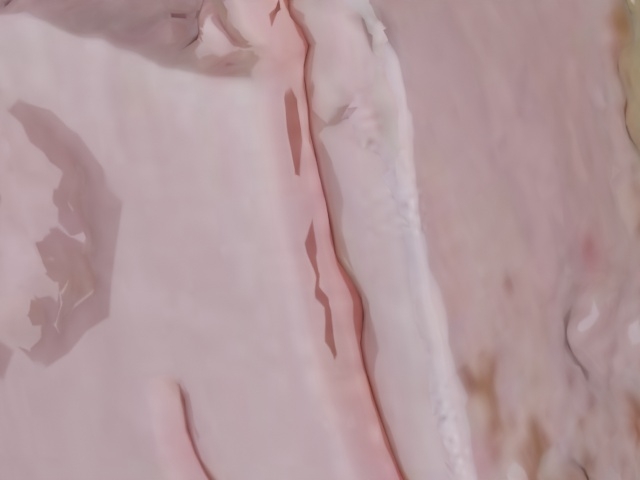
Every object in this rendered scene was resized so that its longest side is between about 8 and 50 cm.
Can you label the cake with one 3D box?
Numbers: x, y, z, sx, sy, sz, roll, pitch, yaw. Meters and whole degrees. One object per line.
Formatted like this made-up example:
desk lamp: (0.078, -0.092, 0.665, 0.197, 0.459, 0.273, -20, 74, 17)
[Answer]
cake: (0.000, 0.000, 0.661, 0.314, 0.307, 0.293, -6, 103, 38)
